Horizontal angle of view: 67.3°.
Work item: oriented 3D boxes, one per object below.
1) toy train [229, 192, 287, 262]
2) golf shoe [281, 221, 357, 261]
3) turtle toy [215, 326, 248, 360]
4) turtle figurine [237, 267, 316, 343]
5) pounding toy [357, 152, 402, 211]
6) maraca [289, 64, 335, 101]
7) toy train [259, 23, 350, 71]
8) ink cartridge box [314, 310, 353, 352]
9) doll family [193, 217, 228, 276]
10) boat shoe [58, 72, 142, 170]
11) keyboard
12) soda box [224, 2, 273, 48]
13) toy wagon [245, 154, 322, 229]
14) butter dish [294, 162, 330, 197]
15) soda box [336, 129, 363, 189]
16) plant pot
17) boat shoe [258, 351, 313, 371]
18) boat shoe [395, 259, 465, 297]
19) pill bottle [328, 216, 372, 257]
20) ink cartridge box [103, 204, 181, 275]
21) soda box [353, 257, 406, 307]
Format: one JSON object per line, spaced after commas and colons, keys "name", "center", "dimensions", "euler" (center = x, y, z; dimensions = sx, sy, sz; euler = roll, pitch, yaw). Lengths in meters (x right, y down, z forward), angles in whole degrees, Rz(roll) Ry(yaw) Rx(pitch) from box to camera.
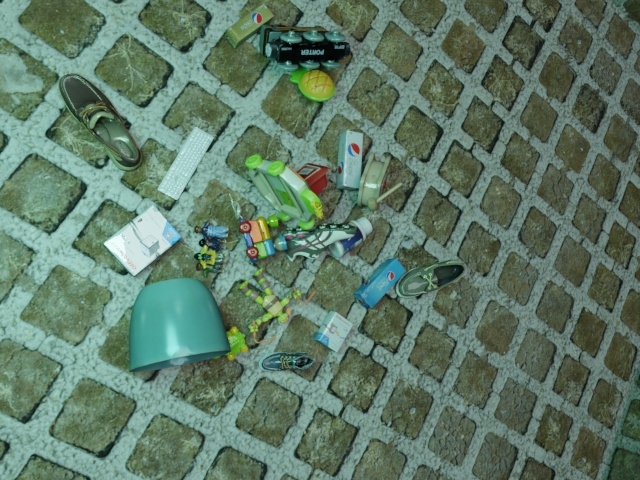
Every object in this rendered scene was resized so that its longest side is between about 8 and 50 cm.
{"name": "toy train", "center": [-0.210, -0.060, 1.643], "dimensions": [0.143, 0.105, 0.248], "euler": [-16, 92, -10]}
{"name": "golf shoe", "center": [0.000, 0.000, 1.705], "dimensions": [0.273, 0.105, 0.120], "euler": [-7, 99, 14]}
{"name": "turtle toy", "center": [-0.310, 0.348, 1.602], "dimensions": [0.130, 0.066, 0.095], "euler": [-29, 97, -22]}
{"name": "turtle figurine", "center": [-0.167, 0.204, 1.664], "dimensions": [0.269, 0.087, 0.217], "euler": [-39, 93, -12]}
{"name": "pounding toy", "center": [0.230, -0.195, 1.811], "dimensions": [0.155, 0.154, 0.269], "euler": [15, 59, 13]}
{"name": "maraca", "center": [-0.028, -0.586, 1.787], "dimensions": [0.186, 0.099, 0.127], "euler": [41, 65, 13]}
{"name": "toy train", "center": [-0.060, -0.706, 1.737], "dimensions": [0.334, 0.190, 0.142], "euler": [-13, 135, -27]}
{"name": "ink cartridge box", "center": [0.049, 0.332, 1.762], "dimensions": [0.088, 0.052, 0.122], "euler": [37, 72, -16]}
{"name": "doll family", "center": [-0.371, 0.024, 1.604], "dimensions": [0.111, 0.076, 0.192], "euler": [5, 79, -18]}
{"name": "boat shoe", "center": [-0.672, -0.374, 1.479], "dimensions": [0.123, 0.123, 0.342], "euler": [-36, 100, -21]}
{"name": "keyboard", "center": [-0.453, -0.262, 1.622], "dimensions": [0.072, 0.014, 0.256], "euler": [31, 74, -18]}
{"name": "soda box", "center": [-0.255, -0.767, 1.721], "dimensions": [0.181, 0.061, 0.058], "euler": [-45, 103, -19]}
{"name": "toy wagon", "center": [-0.101, -0.151, 1.579], "dimensions": [0.068, 0.344, 0.267], "euler": [-48, 134, -20]}
{"name": "butter dish", "center": [-0.044, -0.193, 1.732], "dimensions": [0.160, 0.160, 0.118], "euler": [-40, 124, -20]}
{"name": "soda box", "center": [0.111, -0.302, 1.833], "dimensions": [0.074, 0.069, 0.216], "euler": [6, 84, -23]}
{"name": "plant pot", "center": [-0.433, 0.248, 1.450], "dimensions": [0.293, 0.293, 0.235], "euler": [-6, 74, -23]}
{"name": "boat shoe", "center": [-0.117, 0.419, 1.667], "dimensions": [0.183, 0.083, 0.065], "euler": [-3, 87, -23]}
{"name": "boat shoe", "center": [0.441, 0.149, 1.920], "dimensions": [0.305, 0.091, 0.109], "euler": [-18, 93, -23]}
{"name": "pill bottle", "center": [0.109, -0.017, 1.793], "dimensions": [0.169, 0.094, 0.094], "euler": [-34, 99, -22]}
{"name": "ink cartridge box", "center": [-0.560, 0.002, 1.519], "dimensions": [0.191, 0.082, 0.139], "euler": [-44, 102, -21]}
{"name": "soda box", "center": [0.227, 0.162, 1.843], "dimensions": [0.210, 0.067, 0.071], "euler": [-43, 103, -20]}
